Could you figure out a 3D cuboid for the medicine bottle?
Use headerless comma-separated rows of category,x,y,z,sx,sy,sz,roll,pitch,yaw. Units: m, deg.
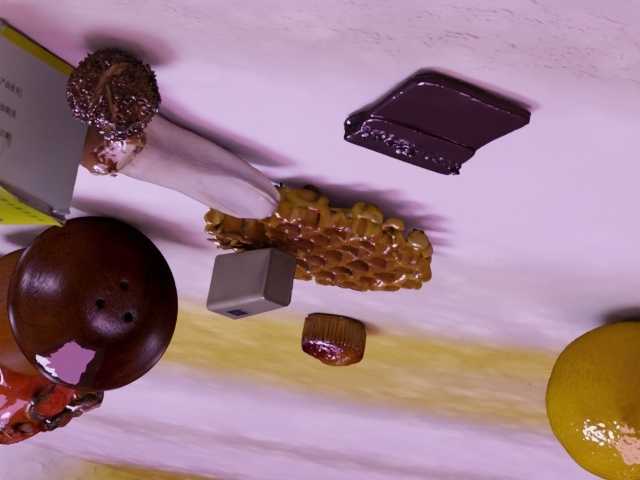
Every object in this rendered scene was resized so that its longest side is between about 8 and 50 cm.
medicine bottle,-0.338,-0.098,1.560,0.250,0.141,0.137,0,163,34

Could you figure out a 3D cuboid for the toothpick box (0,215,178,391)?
toothpick box,-0.282,0.075,2.003,0.192,0.192,0.294,20,167,-24

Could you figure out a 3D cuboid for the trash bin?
trash bin,-0.068,0.041,1.780,0.043,0.061,0.092,21,159,-33

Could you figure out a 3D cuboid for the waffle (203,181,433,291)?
waffle,0.000,0.000,1.786,0.231,0.051,0.228,8,162,14

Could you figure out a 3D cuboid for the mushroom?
mushroom,-0.127,-0.073,1.620,0.209,0.071,0.084,22,131,-37

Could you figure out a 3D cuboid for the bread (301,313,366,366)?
bread,0.015,0.125,2.167,0.085,0.053,0.085,11,163,3

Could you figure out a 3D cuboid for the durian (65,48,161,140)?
durian,-0.175,-0.119,1.482,0.080,0.080,0.091,18,155,-21

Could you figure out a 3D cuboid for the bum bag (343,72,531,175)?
bum bag,0.094,-0.093,1.468,0.109,0.026,0.159,18,162,-18

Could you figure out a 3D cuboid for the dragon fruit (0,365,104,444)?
dragon fruit,-0.433,0.142,2.246,0.315,0.250,0.250,-8,157,15

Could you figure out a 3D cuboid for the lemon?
lemon,0.330,0.173,1.904,0.178,0.178,0.203,20,163,-25
